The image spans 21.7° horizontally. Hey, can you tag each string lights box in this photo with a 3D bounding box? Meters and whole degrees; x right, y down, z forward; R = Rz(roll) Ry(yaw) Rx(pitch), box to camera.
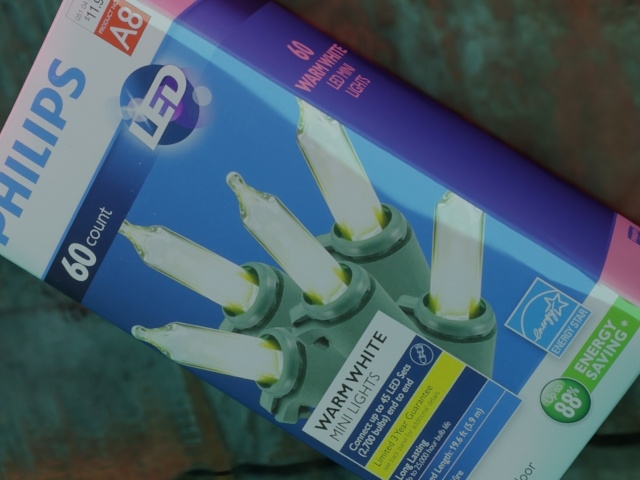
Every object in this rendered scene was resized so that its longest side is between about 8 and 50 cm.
[{"bbox_3d":[0.000,0.000,0.676,0.259,0.077,0.133,31,116,1],"label":"string lights box"}]
